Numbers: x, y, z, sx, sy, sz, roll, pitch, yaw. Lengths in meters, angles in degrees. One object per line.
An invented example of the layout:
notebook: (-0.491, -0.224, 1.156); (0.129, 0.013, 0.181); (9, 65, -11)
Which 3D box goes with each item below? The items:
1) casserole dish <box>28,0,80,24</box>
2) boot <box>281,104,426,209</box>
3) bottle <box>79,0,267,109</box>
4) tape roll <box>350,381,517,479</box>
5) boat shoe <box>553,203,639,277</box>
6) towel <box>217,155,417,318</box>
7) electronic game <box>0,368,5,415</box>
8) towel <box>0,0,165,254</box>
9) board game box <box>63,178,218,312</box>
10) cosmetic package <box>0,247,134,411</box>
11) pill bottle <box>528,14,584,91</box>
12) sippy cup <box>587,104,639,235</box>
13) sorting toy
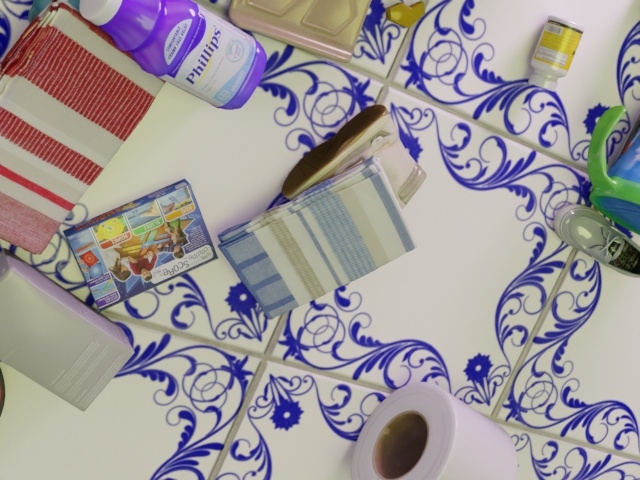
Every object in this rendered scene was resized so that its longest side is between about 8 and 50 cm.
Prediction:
casserole dish: (-0.303, -0.319, 1.437); (0.188, 0.037, 0.114); (-24, 143, -19)
boot: (0.058, -0.094, 1.685); (0.213, 0.077, 0.165); (-40, 122, -5)
bottle: (-0.201, -0.278, 1.452); (0.283, 0.092, 0.118); (24, 96, -47)
tape roll: (0.195, 0.389, 1.825); (0.169, 0.246, 0.246); (36, 93, -29)
boat shoe: (0.524, 0.004, 1.913); (0.227, 0.081, 0.079); (27, 97, -29)
towel: (0.000, 0.000, 1.669); (0.285, 0.034, 0.209); (-27, 131, 5)
electronic game: (-0.583, 0.233, 1.547); (0.229, 0.048, 0.229); (-8, 111, -20)
towel: (-0.377, -0.146, 1.452); (0.329, 0.037, 0.237); (-52, 142, 4)
board game box: (-0.271, 0.007, 1.603); (0.201, 0.035, 0.136); (-24, 116, -13)
cosmetic package: (-0.409, 0.133, 1.556); (0.127, 0.107, 0.238); (-48, 117, 0)
pill bottle: (0.389, -0.310, 1.749); (0.065, 0.065, 0.116); (14, 103, -27)
sippy cup: (0.626, -0.124, 1.843); (0.305, 0.240, 0.224); (33, 83, -54)
sorting toy: (0.027, -0.391, 1.584); (0.307, 0.041, 0.229); (14, 98, -27)
